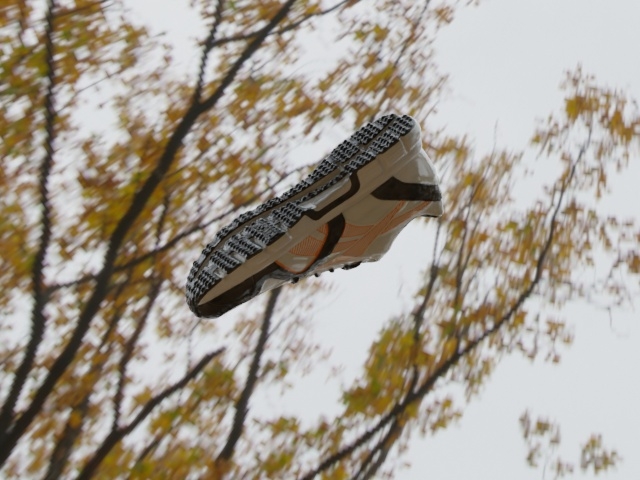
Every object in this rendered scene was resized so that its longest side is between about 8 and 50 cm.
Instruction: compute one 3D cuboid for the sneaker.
[{"bbox_3d":[0.000,0.000,0.633,0.109,0.040,0.043,-34,-64,-4],"label":"sneaker"}]
